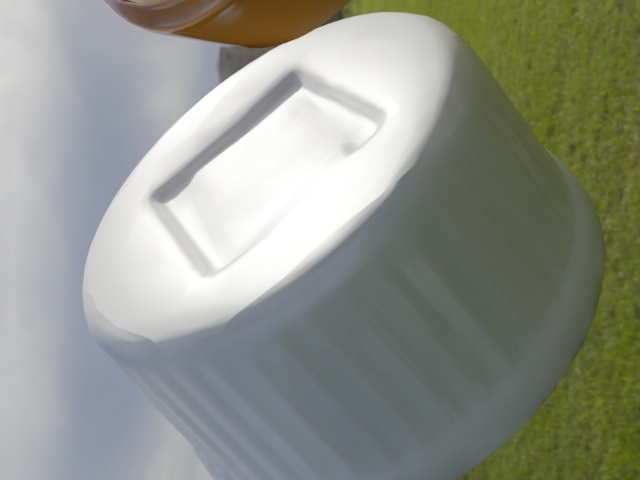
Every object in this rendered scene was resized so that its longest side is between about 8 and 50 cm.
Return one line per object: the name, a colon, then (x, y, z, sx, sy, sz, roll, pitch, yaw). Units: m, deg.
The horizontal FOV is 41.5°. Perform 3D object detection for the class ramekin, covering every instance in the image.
ramekin: (0.000, 0.000, 0.476, 0.135, 0.277, 0.277, 49, -152, -33)

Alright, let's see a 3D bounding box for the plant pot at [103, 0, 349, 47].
plant pot: (-0.090, -0.184, 0.315, 0.205, 0.188, 0.205, 6, 98, 47)
